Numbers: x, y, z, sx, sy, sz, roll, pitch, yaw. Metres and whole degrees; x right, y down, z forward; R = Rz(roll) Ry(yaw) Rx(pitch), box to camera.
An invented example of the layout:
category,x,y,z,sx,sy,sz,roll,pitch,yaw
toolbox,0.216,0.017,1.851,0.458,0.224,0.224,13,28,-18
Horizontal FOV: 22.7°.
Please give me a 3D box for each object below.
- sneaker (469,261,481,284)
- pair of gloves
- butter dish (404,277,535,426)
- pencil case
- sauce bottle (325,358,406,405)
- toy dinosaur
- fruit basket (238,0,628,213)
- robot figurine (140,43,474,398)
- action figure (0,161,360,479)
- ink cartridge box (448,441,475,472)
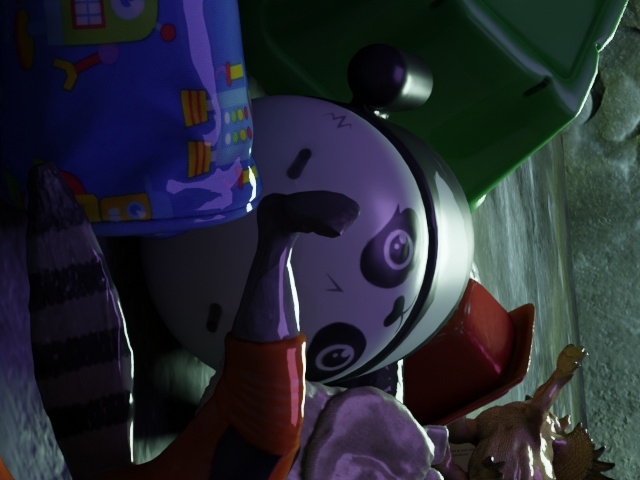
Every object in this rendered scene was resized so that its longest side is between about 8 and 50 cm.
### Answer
category,x,y,z,sx,sy,sz,roll,pitch,yaw
sneaker,0.106,-0.005,1.553,0.234,0.078,0.106,35,52,-68
pair of gloves,-0.017,0.191,0.860,0.204,0.042,0.240,23,79,-40
butter dish,0.094,0.086,1.388,0.118,0.160,0.160,54,22,-14
pencil case,-0.108,-0.149,0.740,0.119,0.133,0.306,-146,-133,-76
sauce bottle,0.030,0.217,1.095,0.111,0.111,0.344,55,33,-60
toy dinosaur,0.178,0.226,1.460,0.295,0.127,0.200,-52,132,-38
fruit basket,0.084,-0.190,1.275,0.283,0.392,0.392,40,34,-21
robot figurine,0.001,0.003,0.968,0.278,0.174,0.209,3,72,-75
action figure,-0.033,0.130,0.706,0.178,0.341,0.330,34,-43,52
ink cartridge box,0.154,0.282,1.605,0.127,0.072,0.175,5,78,-75
